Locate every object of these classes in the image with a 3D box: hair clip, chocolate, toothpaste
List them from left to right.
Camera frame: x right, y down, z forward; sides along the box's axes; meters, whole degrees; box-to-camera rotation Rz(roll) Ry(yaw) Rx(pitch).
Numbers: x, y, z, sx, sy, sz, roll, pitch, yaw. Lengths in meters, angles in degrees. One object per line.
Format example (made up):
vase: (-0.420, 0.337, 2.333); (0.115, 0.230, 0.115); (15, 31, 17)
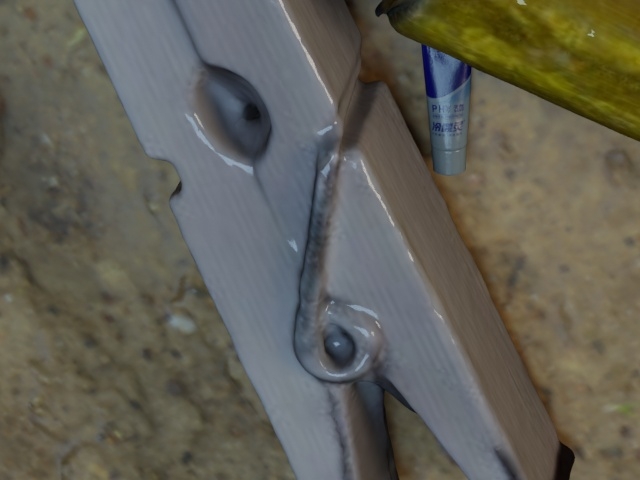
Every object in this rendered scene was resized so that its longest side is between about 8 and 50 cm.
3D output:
hair clip: (0.001, -0.003, 0.794); (0.101, 0.085, 0.330); (-12, 117, 27)
toothpaste: (0.052, -0.067, 0.785); (0.024, 0.015, 0.083); (-1, 116, 3)
chocolate: (0.135, -0.068, 0.729); (0.219, 0.085, 0.085); (27, 123, -10)
